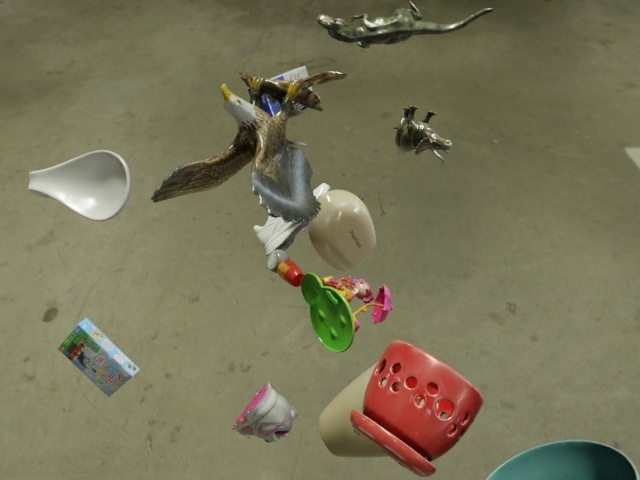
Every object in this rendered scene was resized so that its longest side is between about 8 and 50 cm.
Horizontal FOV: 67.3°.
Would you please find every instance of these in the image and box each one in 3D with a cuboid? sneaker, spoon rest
[{"bbox_3d":[-0.091,-0.083,1.517,0.297,0.111,0.129,-42,78,4],"label":"sneaker"},{"bbox_3d":[-0.126,0.418,1.111,0.111,0.252,0.103,37,59,2],"label":"sneaker"},{"bbox_3d":[-0.484,-0.109,0.952,0.276,0.137,0.084,4,0,26],"label":"spoon rest"}]

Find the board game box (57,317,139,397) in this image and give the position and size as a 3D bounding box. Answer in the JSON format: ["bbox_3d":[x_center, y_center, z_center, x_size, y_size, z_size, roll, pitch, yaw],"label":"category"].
[{"bbox_3d":[-0.648,0.345,1.401,0.211,0.160,0.039,46,31,-6],"label":"board game box"}]

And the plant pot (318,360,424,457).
[{"bbox_3d":[0.142,0.468,1.281,0.274,0.256,0.256,-32,41,20],"label":"plant pot"}]

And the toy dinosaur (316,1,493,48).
[{"bbox_3d":[0.126,-0.350,0.783,0.268,0.064,0.118,-8,27,-3],"label":"toy dinosaur"}]

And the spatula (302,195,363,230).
[{"bbox_3d":[0.037,-0.106,1.693,0.296,0.030,0.084,-17,51,40],"label":"spatula"}]

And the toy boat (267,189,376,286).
[{"bbox_3d":[0.000,0.000,1.348,0.318,0.267,0.148,-37,39,-14],"label":"toy boat"}]

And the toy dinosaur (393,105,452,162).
[{"bbox_3d":[0.303,-0.362,1.626,0.121,0.160,0.313,8,8,-31],"label":"toy dinosaur"}]

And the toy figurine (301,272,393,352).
[{"bbox_3d":[0.068,0.124,0.979,0.159,0.130,0.173,-12,53,-38],"label":"toy figurine"}]

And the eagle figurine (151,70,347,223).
[{"bbox_3d":[-0.109,-0.146,0.770,0.225,0.226,0.298,27,63,-28],"label":"eagle figurine"}]

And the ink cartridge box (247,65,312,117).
[{"bbox_3d":[-0.087,-0.347,1.156,0.046,0.097,0.207,-3,27,32],"label":"ink cartridge box"}]

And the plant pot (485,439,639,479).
[{"bbox_3d":[0.445,0.523,0.840,0.290,0.290,0.195,-28,90,-24],"label":"plant pot"}]

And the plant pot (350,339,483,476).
[{"bbox_3d":[0.163,0.299,0.845,0.191,0.191,0.174,27,70,26],"label":"plant pot"}]
